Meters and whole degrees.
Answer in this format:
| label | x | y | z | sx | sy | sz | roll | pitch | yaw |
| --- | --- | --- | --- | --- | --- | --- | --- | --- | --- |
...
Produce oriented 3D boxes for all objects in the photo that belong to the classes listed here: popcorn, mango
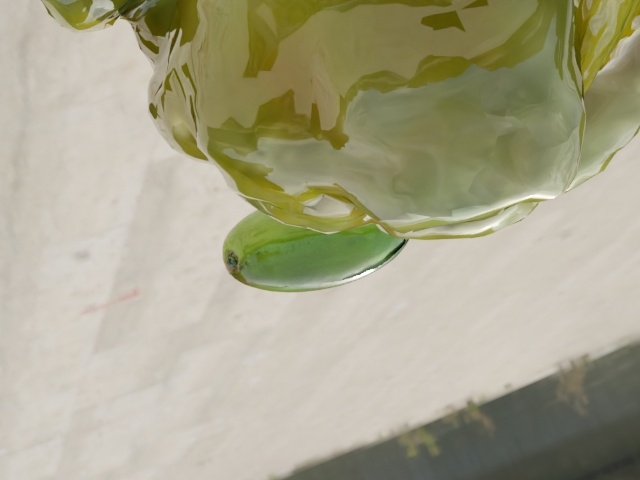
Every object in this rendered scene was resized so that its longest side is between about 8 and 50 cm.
| label | x | y | z | sx | sy | sz | roll | pitch | yaw |
| --- | --- | --- | --- | --- | --- | --- | --- | --- | --- |
| popcorn | 0.058 | -0.151 | 0.469 | 0.325 | 0.321 | 0.290 | -51 | 175 | -23 |
| mango | 0.000 | 0.000 | 1.538 | 0.233 | 0.125 | 0.111 | -15 | 118 | -14 |
